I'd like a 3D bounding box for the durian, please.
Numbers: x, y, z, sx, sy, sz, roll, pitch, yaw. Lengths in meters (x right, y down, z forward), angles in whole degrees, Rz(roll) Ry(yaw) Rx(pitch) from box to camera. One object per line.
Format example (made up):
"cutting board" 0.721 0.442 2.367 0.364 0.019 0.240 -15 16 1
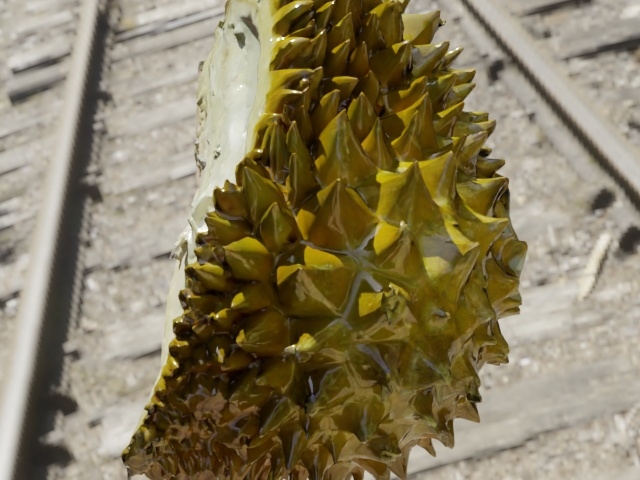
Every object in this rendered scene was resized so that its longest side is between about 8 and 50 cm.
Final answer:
"durian" 0.009 -0.006 0.529 0.138 0.183 0.249 -13 48 11
